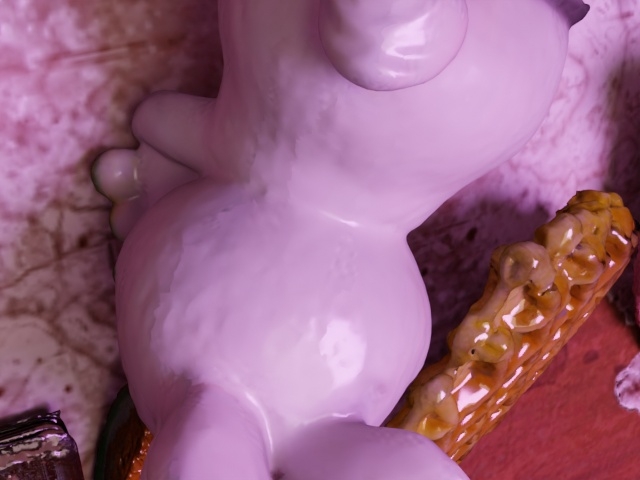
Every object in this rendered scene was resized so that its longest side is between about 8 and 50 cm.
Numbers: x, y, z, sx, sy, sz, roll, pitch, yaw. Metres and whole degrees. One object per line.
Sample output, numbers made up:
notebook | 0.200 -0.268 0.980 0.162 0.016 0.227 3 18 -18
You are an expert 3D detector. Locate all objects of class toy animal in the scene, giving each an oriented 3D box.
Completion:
toy animal | 0.000 0.000 0.480 0.182 0.247 0.310 24 86 -26

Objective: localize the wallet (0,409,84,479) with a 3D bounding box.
wallet | -0.241 0.178 0.543 0.232 0.031 0.122 -16 117 -23

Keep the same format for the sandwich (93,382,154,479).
sandwich | -0.108 0.137 0.581 0.029 0.067 0.135 2 101 -33

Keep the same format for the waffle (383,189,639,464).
waffle | 0.109 0.070 0.627 0.243 0.058 0.238 -19 144 -58

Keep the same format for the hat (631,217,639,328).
hat | 0.306 -0.044 0.728 0.237 0.107 0.286 -48 146 -7
